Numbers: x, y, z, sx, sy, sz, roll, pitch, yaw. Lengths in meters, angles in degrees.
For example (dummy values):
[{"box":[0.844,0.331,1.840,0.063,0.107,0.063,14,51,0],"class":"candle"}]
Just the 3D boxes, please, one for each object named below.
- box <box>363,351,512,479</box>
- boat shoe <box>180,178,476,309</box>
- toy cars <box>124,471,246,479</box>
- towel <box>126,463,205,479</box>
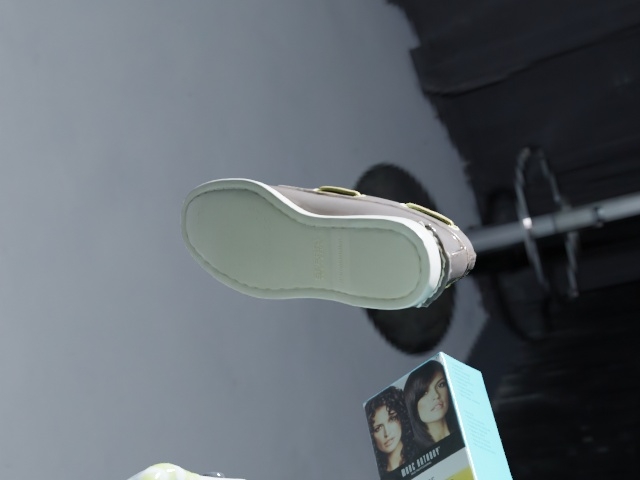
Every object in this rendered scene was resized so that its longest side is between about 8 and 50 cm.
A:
[{"box":[0.113,0.226,1.197,0.060,0.100,0.244,29,35,-39],"class":"box"},{"box":[0.000,0.000,1.377,0.097,0.324,0.116,-11,105,-50],"class":"boat shoe"},{"box":[-0.065,0.347,1.463,0.394,0.087,0.176,32,52,7],"class":"toy cars"},{"box":[-0.070,0.330,0.922,0.374,0.320,0.090,42,32,-15],"class":"towel"}]
